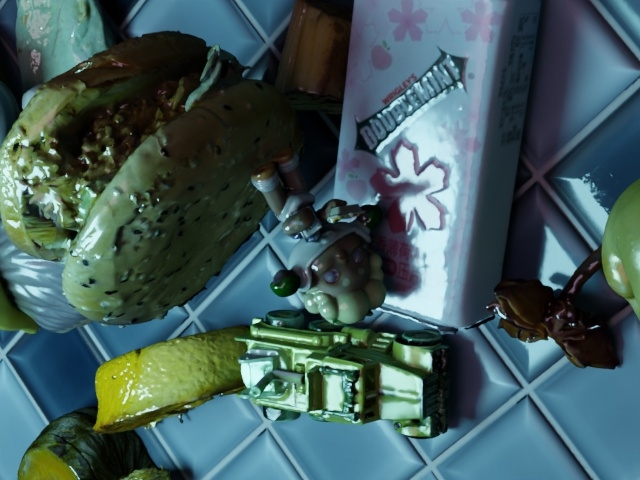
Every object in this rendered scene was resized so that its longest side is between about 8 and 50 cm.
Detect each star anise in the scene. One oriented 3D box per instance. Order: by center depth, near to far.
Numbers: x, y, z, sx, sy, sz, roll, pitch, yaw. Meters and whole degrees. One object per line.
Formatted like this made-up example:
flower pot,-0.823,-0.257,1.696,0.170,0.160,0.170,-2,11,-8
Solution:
star anise,0.251,0.046,1.464,0.141,0.158,0.144,16,76,22

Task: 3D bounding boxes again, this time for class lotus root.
lotus root,0.004,-0.197,1.577,0.159,0.095,0.135,-147,67,-70

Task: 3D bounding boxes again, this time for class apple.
apple,0.357,0.014,1.306,0.200,0.200,0.200,9,105,34

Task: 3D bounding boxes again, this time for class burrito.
burrito,-0.325,-0.292,1.787,0.144,0.089,0.228,-7,98,23

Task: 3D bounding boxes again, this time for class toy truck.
toy truck,0.016,0.163,1.607,0.260,0.135,0.128,5,102,26

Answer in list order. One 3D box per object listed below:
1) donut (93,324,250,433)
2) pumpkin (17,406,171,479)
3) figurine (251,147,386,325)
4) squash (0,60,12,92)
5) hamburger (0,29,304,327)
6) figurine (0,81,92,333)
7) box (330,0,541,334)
donut,-0.198,0.180,1.758,0.259,0.152,0.101,-18,82,34
pumpkin,-0.290,0.301,1.866,0.248,0.131,0.126,12,107,31
figurine,0.001,0.001,1.461,0.093,0.147,0.197,24,147,53
squash,-0.453,-0.196,1.899,0.082,0.082,0.292,-22,87,37
hamburger,-0.183,-0.072,1.489,0.195,0.277,0.318,43,90,16
figurine,-0.287,-0.095,1.743,0.378,0.266,0.361,-24,96,2
box,0.112,-0.094,1.503,0.190,0.112,0.369,16,109,33
